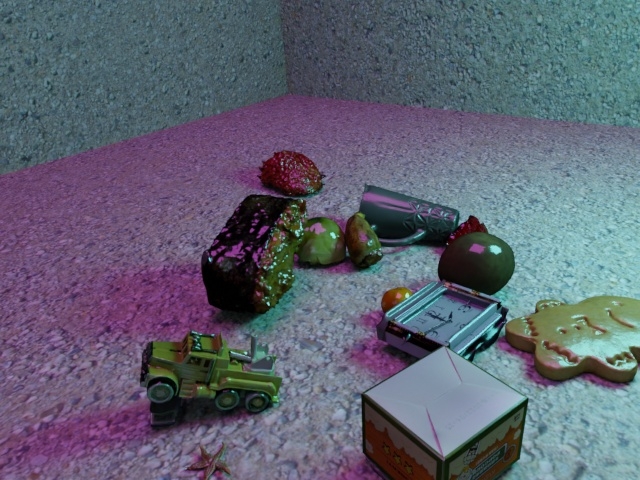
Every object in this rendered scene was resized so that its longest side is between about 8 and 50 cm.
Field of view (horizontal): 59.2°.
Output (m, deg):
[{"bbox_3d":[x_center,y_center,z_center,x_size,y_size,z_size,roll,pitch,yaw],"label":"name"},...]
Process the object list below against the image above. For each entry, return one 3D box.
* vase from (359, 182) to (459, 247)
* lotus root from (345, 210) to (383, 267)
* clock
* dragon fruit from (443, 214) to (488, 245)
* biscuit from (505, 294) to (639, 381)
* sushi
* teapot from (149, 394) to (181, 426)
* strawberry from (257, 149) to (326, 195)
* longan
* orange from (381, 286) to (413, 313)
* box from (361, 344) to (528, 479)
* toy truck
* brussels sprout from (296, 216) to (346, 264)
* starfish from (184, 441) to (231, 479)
[{"bbox_3d":[0.254,-0.061,1.684,0.301,0.156,0.251,12,45,18],"label":"vase"},{"bbox_3d":[0.111,-0.009,1.578,0.094,0.108,0.190,-12,49,-8],"label":"lotus root"},{"bbox_3d":[0.263,0.183,1.215,0.253,0.083,0.186,-26,32,-38],"label":"clock"},{"bbox_3d":[0.418,0.010,1.524,0.122,0.092,0.192,8,31,-6],"label":"dragon fruit"},{"bbox_3d":[0.580,0.191,1.187,0.355,0.052,0.275,-9,26,-9],"label":"biscuit"},{"bbox_3d":[-0.146,0.041,1.421,0.207,0.234,0.348,9,51,19],"label":"sushi"},{"bbox_3d":[-0.293,0.312,1.068,0.057,0.066,0.088,10,47,-8],"label":"teapot"},{"bbox_3d":[-0.093,-0.276,2.189,0.233,0.137,0.306,-19,28,-32],"label":"strawberry"},{"bbox_3d":[0.370,0.064,1.372,0.185,0.159,0.204,-9,-12,-23],"label":"longan"},{"bbox_3d":[0.181,0.145,1.314,0.083,0.070,0.083,-19,6,2],"label":"orange"},{"bbox_3d":[0.194,0.301,0.900,0.195,0.148,0.177,-21,33,-32],"label":"box"},{"bbox_3d":[-0.203,0.229,1.067,0.259,0.135,0.128,9,22,-18],"label":"toy truck"},{"bbox_3d":[0.001,-0.005,1.610,0.149,0.122,0.151,3,25,21],"label":"brussels sprout"},{"bbox_3d":[-0.181,0.376,0.959,0.086,0.016,0.092,7,25,19],"label":"starfish"}]
